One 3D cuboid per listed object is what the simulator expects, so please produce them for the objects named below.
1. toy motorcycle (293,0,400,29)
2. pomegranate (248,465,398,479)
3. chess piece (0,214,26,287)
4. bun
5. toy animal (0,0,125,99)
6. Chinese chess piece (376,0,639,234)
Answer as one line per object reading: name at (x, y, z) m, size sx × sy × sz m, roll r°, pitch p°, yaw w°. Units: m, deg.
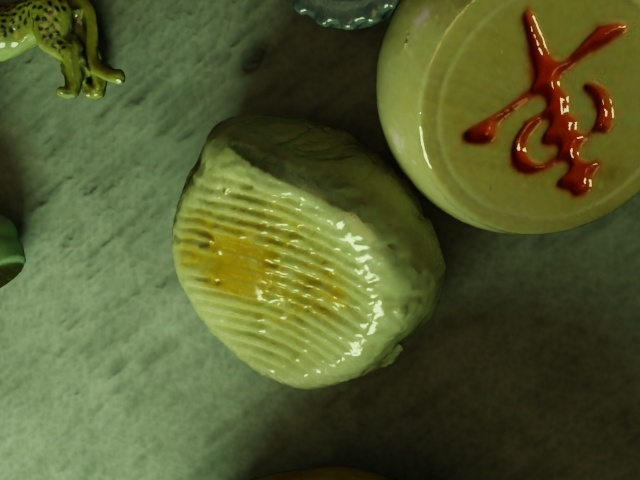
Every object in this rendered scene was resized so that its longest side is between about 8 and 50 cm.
toy motorcycle at (-0.055, -0.362, 1.081) m, size 0.416 × 0.172 × 0.232 m, roll 43°, pitch 111°, yaw 10°
pomegranate at (-0.017, 0.389, 1.097) m, size 0.411 × 0.411 × 0.411 m, roll 2°, pitch 100°, yaw 11°
chess piece at (-0.379, -0.069, 1.237) m, size 0.139 × 0.139 × 0.271 m, roll -30°, pitch 81°, yaw 15°
bun at (0.000, 0.000, 1.141) m, size 0.244 × 0.153 × 0.244 m, roll 19°, pitch 126°, yaw 28°
toy animal at (-0.260, -0.183, 1.209) m, size 0.181 × 0.073 × 0.136 m, roll -9°, pitch 91°, yaw 16°
Chinese chess piece at (0.168, -0.122, 1.064) m, size 0.251 × 0.097 × 0.251 m, roll -6°, pitch 117°, yaw -12°
